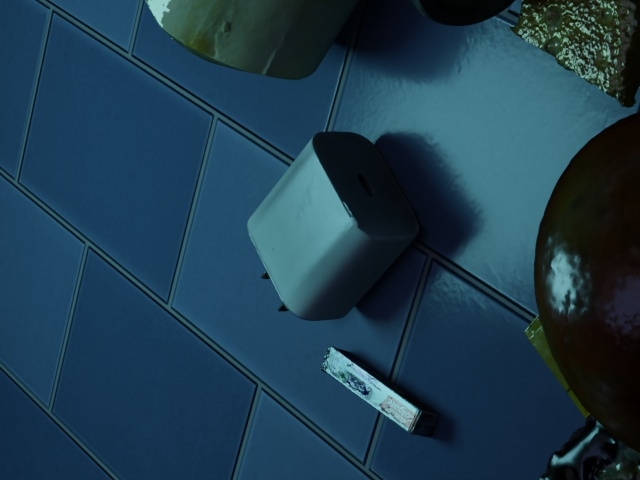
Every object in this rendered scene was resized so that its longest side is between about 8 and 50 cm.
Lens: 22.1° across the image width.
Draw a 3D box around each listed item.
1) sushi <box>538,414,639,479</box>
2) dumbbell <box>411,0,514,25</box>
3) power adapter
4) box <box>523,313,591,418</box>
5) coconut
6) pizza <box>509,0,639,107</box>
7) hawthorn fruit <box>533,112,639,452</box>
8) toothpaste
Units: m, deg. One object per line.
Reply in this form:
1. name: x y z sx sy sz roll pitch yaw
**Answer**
1. sushi: 0.373 0.279 1.800 0.236 0.170 0.270 53 127 33
2. dumbbell: 0.125 -0.414 1.997 0.406 0.179 0.179 58 132 43
3. power adapter: 0.000 0.000 2.245 0.255 0.124 0.187 -51 54 38
4. box: 0.313 0.140 1.972 0.155 0.023 0.087 57 133 30
5. coconut: -0.091 -0.361 2.208 0.323 0.323 0.323 4 95 48
6. pizza: 0.308 -0.279 1.926 0.197 0.058 0.292 -31 68 46
7. hawthorn fruit: 0.396 0.059 1.565 0.402 0.402 0.403 4 95 48
8. toothpaste: 0.080 0.205 2.227 0.196 0.047 0.040 33 102 43
